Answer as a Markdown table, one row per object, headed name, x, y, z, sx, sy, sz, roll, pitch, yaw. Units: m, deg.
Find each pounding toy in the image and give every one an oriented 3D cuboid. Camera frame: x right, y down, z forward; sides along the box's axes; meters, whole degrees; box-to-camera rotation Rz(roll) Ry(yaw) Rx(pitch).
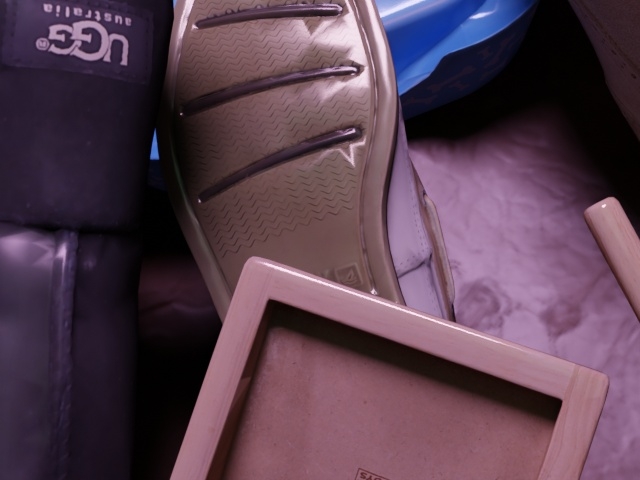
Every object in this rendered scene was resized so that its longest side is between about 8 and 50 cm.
| name | x | y | z | sx | sy | sz | roll | pitch | yaw |
| --- | --- | --- | --- | --- | --- | --- | --- | --- | --- |
| pounding toy | 0.067 | 0.074 | 0.411 | 0.206 | 0.094 | 0.181 | 18 | 88 | 13 |

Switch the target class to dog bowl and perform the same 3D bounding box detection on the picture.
| name | x | y | z | sx | sy | sz | roll | pitch | yaw |
| --- | --- | --- | --- | --- | --- | --- | --- | --- | --- |
| dog bowl | -0.010 | -0.126 | 0.653 | 0.297 | 0.074 | 0.166 | -22 | 63 | -1 |

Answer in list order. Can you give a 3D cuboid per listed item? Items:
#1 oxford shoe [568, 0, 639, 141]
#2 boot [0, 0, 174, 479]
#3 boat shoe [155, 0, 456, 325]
| name | x | y | z | sx | sy | sz | roll | pitch | yaw |
| --- | --- | --- | --- | --- | --- | --- | --- | --- | --- |
| oxford shoe | 0.176 | -0.097 | 0.512 | 0.140 | 0.146 | 0.397 | -37 | 86 | 24 |
| boot | -0.189 | 0.086 | 0.517 | 0.146 | 0.367 | 0.445 | 4 | 88 | -31 |
| boat shoe | 0.000 | 0.000 | 0.540 | 0.113 | 0.103 | 0.302 | -11 | 79 | 11 |
